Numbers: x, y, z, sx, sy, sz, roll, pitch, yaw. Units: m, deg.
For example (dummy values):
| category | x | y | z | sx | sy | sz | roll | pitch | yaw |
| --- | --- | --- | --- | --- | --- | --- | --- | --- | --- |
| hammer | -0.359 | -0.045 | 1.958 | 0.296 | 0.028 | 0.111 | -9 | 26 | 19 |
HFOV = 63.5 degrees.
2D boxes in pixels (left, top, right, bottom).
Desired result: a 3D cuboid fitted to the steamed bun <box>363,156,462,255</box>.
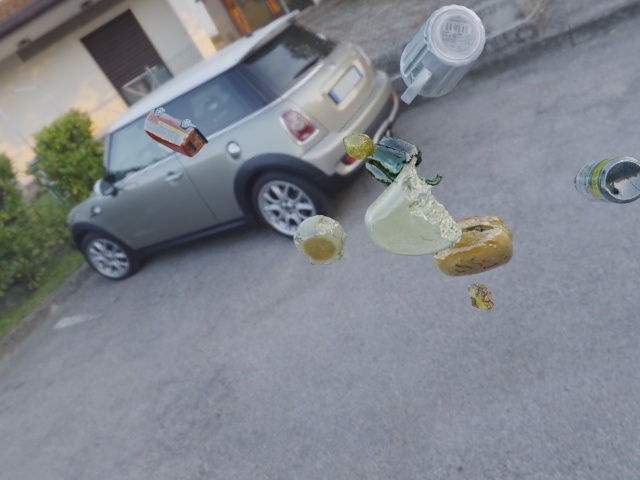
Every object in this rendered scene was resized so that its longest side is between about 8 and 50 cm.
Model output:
| category | x | y | z | sx | sy | sz | roll | pitch | yaw |
| --- | --- | --- | --- | --- | --- | --- | --- | --- | --- |
| steamed bun | 0.286 | -0.061 | 1.569 | 0.273 | 0.272 | 0.290 | -48 | -2 | 19 |

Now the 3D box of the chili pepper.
| category | x | y | z | sx | sy | sz | roll | pitch | yaw |
| --- | --- | --- | --- | --- | --- | --- | --- | --- | --- |
| chili pepper | 0.286 | -0.247 | 1.783 | 0.261 | 0.174 | 0.165 | 33 | 29 | 26 |

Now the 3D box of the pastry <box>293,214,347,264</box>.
| category | x | y | z | sx | sy | sz | roll | pitch | yaw |
| --- | --- | --- | --- | --- | --- | --- | --- | --- | --- |
| pastry | 0.000 | 0.000 | 1.585 | 0.165 | 0.166 | 0.088 | -19 | 38 | 28 |

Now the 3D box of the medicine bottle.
| category | x | y | z | sx | sy | sz | roll | pitch | yaw |
| --- | --- | --- | --- | --- | --- | --- | --- | --- | --- |
| medicine bottle | 0.911 | -0.191 | 1.653 | 0.141 | 0.141 | 0.293 | -28 | 1 | 10 |

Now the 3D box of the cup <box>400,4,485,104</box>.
| category | x | y | z | sx | sy | sz | roll | pitch | yaw |
| --- | --- | --- | --- | --- | --- | --- | --- | --- | --- |
| cup | 0.299 | -0.444 | 1.287 | 0.166 | 0.221 | 0.202 | 8 | -4 | -5 |

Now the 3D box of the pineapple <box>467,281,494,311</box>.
| category | x | y | z | sx | sy | sz | roll | pitch | yaw |
| --- | --- | --- | --- | --- | --- | --- | --- | --- | --- |
| pineapple | 0.542 | 0.186 | 1.793 | 0.077 | 0.114 | 0.114 | -29 | 31 | 29 |

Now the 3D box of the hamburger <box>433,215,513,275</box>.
| category | x | y | z | sx | sy | sz | roll | pitch | yaw |
| --- | --- | --- | --- | --- | --- | --- | --- | --- | --- |
| hamburger | 0.603 | 0.031 | 2.035 | 0.304 | 0.284 | 0.174 | -16 | 60 | 23 |

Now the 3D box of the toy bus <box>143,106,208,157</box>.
| category | x | y | z | sx | sy | sz | roll | pitch | yaw |
| --- | --- | --- | --- | --- | --- | --- | --- | --- | --- |
| toy bus | -0.575 | -0.422 | 2.019 | 0.265 | 0.121 | 0.120 | 27 | 78 | 25 |

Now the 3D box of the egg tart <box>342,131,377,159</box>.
| category | x | y | z | sx | sy | sz | roll | pitch | yaw |
| --- | --- | --- | --- | --- | --- | --- | --- | --- | --- |
| egg tart | 0.109 | -0.266 | 1.491 | 0.105 | 0.105 | 0.039 | -8 | 51 | 44 |
